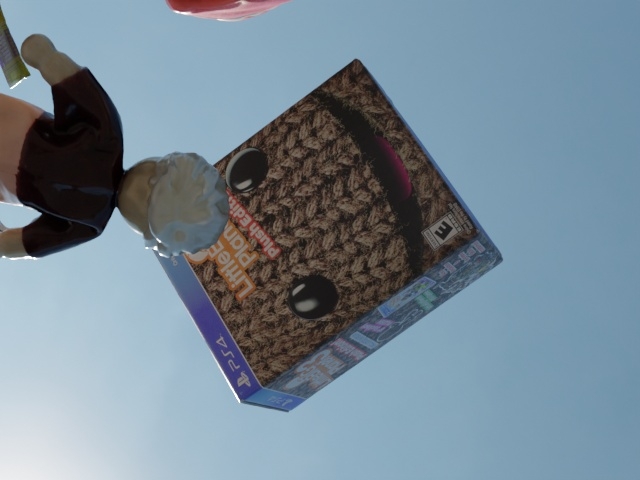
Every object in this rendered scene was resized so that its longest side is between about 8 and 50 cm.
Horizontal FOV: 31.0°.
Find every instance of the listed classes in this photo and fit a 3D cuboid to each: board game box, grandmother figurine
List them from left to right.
[{"bbox_3d":[-0.239,-0.073,0.976,0.342,0.208,0.104,19,-145,1],"label":"grandmother figurine"},{"bbox_3d":[0.000,0.000,1.209,0.291,0.141,0.232,-37,-111,8],"label":"board game box"}]

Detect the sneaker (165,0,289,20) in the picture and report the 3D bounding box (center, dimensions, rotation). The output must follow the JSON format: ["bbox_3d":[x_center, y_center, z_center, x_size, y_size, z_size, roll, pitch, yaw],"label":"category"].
[{"bbox_3d":[-0.026,-0.287,1.178,0.313,0.136,0.116,-16,-79,30],"label":"sneaker"}]

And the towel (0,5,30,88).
[{"bbox_3d":[-0.281,-0.179,1.022,0.009,0.060,0.083,-25,-82,-27],"label":"towel"}]

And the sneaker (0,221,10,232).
[{"bbox_3d":[-0.376,0.000,1.347,0.031,0.083,0.035,-17,-139,48],"label":"sneaker"}]
